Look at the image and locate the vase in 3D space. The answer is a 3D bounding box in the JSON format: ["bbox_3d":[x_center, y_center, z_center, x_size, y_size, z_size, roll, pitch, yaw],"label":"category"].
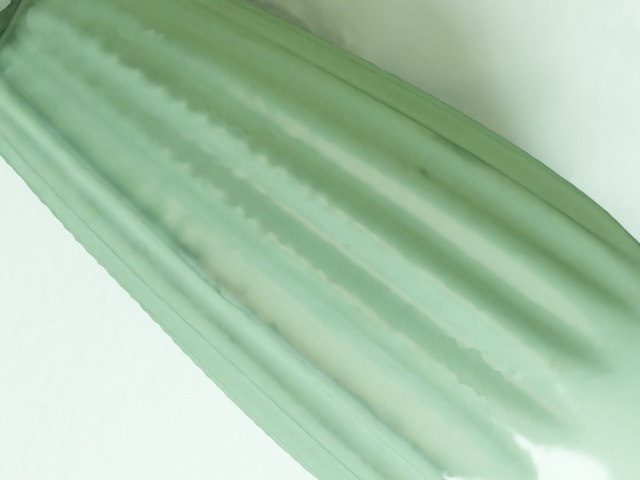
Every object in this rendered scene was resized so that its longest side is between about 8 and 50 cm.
[{"bbox_3d":[0.000,0.000,0.507,0.248,0.128,0.128,36,91,-14],"label":"vase"}]
